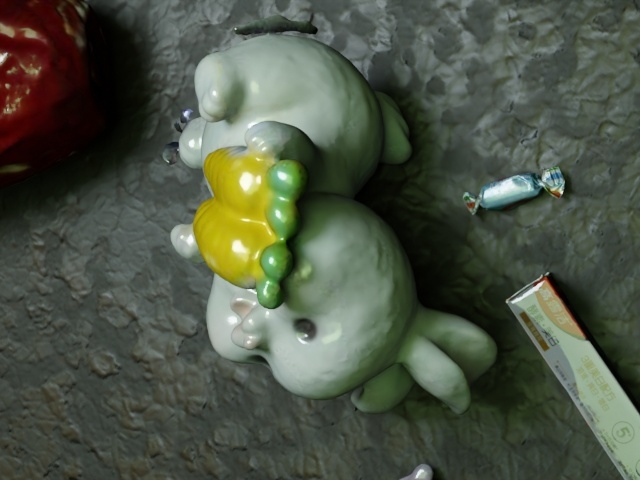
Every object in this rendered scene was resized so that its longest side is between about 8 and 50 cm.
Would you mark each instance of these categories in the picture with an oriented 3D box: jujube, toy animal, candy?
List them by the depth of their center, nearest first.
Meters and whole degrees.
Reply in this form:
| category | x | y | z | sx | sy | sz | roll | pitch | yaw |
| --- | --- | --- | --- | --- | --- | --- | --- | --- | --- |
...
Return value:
| category | x | y | z | sx | sy | sz | roll | pitch | yaw |
| --- | --- | --- | --- | --- | --- | --- | --- | --- | --- |
| toy animal | -0.006 | 0.001 | 0.995 | 0.183 | 0.247 | 0.310 | -36 | 64 | 32 |
| candy | 0.157 | -0.037 | 1.042 | 0.083 | 0.020 | 0.030 | -18 | 84 | 18 |
| jujube | -0.346 | -0.136 | 1.108 | 0.318 | 0.223 | 0.223 | -5 | 89 | 4 |

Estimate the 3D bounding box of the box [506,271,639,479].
| category | x | y | z | sx | sy | sz | roll | pitch | yaw |
| --- | --- | --- | --- | --- | --- | --- | --- | --- | --- |
| box | 0.222 | 0.126 | 1.006 | 0.039 | 0.055 | 0.218 | -35 | 81 | 13 |

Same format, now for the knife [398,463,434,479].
| category | x | y | z | sx | sy | sz | roll | pitch | yaw |
| --- | --- | --- | --- | --- | --- | --- | --- | --- | --- |
| knife | 0.008 | 0.369 | 1.088 | 0.132 | 0.038 | 0.398 | 35 | 100 | 13 |
